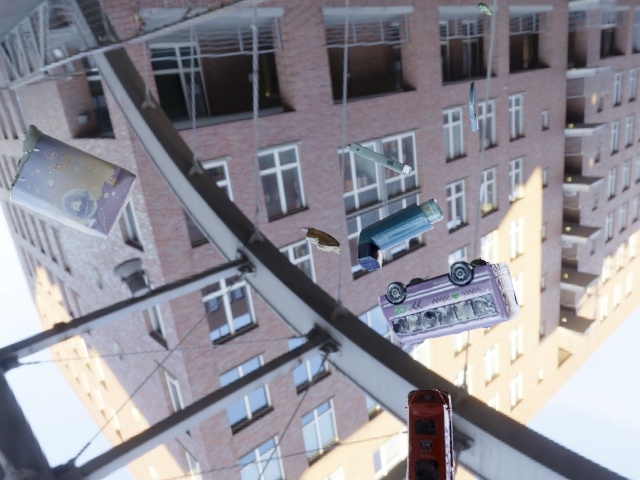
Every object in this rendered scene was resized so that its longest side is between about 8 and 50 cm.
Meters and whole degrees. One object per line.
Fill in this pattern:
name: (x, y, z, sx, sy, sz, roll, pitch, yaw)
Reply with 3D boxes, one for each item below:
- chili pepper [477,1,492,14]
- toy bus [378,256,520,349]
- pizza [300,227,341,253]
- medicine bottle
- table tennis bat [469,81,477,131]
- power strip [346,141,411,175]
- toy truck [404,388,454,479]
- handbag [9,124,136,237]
chili pepper: (0.440, -0.628, 1.299, 0.022, 0.027, 0.083, -4, -174, 39)
toy bus: (0.197, 0.097, 0.752, 0.199, 0.108, 0.096, -23, 168, 35)
pizza: (0.000, 0.000, 0.699, 0.037, 0.016, 0.083, -14, -147, -41)
medicine bottle: (0.214, -0.022, 1.329, 0.258, 0.079, 0.124, -29, -137, 19)
table tennis bat: (0.430, -0.372, 1.354, 0.019, 0.155, 0.100, 1, -125, 22)
power strip: (0.105, -0.154, 0.895, 0.136, 0.019, 0.051, 29, -166, 24)
toy truck: (0.250, 0.460, 1.113, 0.108, 0.114, 0.252, -5, -128, 17)
handbag: (-0.387, -0.086, 0.742, 0.173, 0.117, 0.095, 27, 163, -23)
